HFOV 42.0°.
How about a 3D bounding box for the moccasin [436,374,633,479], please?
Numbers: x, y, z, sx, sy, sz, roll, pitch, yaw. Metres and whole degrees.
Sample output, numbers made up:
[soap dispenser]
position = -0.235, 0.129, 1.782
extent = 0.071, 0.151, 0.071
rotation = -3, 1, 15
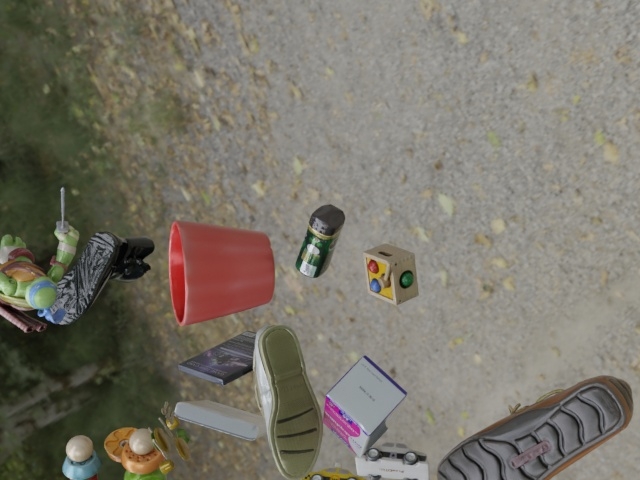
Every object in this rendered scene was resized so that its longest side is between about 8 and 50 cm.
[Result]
[moccasin]
position = 0.367, 0.346, 1.452
extent = 0.380, 0.147, 0.139
rotation = -43, 71, 22

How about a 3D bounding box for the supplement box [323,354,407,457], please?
[supplement box]
position = 0.082, 0.327, 1.622
extent = 0.111, 0.114, 0.220
rotation = 41, 161, 17

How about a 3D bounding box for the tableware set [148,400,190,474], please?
[tableware set]
position = -0.272, 0.365, 1.508
extent = 0.104, 0.024, 0.154
rotation = 59, -173, -16

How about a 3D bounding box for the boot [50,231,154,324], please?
[boot]
position = -0.501, 0.091, 1.949
extent = 0.094, 0.246, 0.207
rotation = 34, -175, 17

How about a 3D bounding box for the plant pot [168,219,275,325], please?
[plant pot]
position = -0.259, 0.079, 2.193
extent = 0.275, 0.243, 0.275
rotation = 177, 90, -72

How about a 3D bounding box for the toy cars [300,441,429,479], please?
[toy cars]
position = 0.115, 0.601, 2.181
extent = 0.176, 0.087, 0.394
rotation = 40, 128, -23

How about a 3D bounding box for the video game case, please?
[video game case]
position = -0.243, 0.335, 2.406
extent = 0.196, 0.274, 0.026
rotation = 9, 113, 42

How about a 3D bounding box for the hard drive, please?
[hard drive]
position = -0.268, 0.513, 2.400
extent = 0.233, 0.047, 0.353
rotation = 16, 171, 6

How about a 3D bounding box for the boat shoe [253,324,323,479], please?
[boat shoe]
position = -0.070, 0.317, 1.660
extent = 0.103, 0.113, 0.302
rotation = 162, 102, -70

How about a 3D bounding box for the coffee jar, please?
[coffee jar]
position = 0.000, 0.000, 2.106
extent = 0.079, 0.096, 0.184
rotation = 31, 129, 15

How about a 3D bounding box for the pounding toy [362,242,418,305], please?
[pounding toy]
position = 0.161, 0.077, 1.949
extent = 0.141, 0.100, 0.130
rotation = 22, 126, 53

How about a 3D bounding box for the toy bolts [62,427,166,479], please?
[toy bolts]
position = -0.496, 0.489, 1.964
extent = 0.218, 0.228, 0.158
rotation = 48, 143, 49

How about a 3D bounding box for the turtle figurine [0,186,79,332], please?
[turtle figurine]
position = -0.535, 0.006, 1.439
extent = 0.266, 0.198, 0.274
rotation = 8, 136, 49
